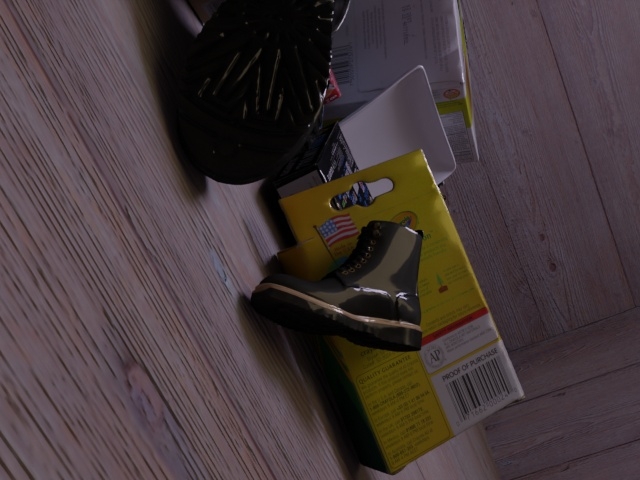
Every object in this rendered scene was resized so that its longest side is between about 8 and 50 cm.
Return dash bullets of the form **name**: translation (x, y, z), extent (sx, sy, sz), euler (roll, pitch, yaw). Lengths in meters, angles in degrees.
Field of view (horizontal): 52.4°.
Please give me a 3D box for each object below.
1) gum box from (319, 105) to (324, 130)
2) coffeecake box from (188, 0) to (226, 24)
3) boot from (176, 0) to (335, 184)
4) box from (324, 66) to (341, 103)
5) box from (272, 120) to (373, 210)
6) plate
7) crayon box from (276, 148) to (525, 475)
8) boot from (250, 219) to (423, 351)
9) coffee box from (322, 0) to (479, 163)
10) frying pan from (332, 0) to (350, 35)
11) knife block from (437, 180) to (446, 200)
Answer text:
- **gum box**: translation (-0.026, -0.265, 1.138), extent (0.157, 0.041, 0.184), euler (3, 91, -79)
- **coffeecake box**: translation (-0.116, -0.392, 0.871), extent (0.068, 0.142, 0.185), euler (53, 18, -50)
- **boot**: translation (-0.059, -0.161, 0.739), extent (0.260, 0.131, 0.348), euler (110, -3, -62)
- **box**: translation (-0.075, -0.326, 0.998), extent (0.128, 0.123, 0.256), euler (20, 48, -77)
- **box**: translation (0.047, -0.007, 0.954), extent (0.295, 0.073, 0.293), euler (-74, 140, -68)
- **plate**: translation (0.108, -0.152, 1.220), extent (0.045, 0.277, 0.278), euler (48, -6, 44)
- **crayon box**: translation (0.085, 0.075, 0.759), extent (0.081, 0.202, 0.318), euler (-23, -92, 67)
- **boot**: translation (0.025, 0.028, 0.658), extent (0.198, 0.077, 0.137), euler (22, 67, -37)
- **coffee box**: translation (0.148, -0.363, 1.410), extent (0.334, 0.338, 0.337), euler (46, 41, -63)
- **frying pan**: translation (0.027, -0.514, 1.153), extent (0.326, 0.053, 0.197), euler (-69, 155, -13)
- **knife block**: translation (0.252, -0.139, 1.935), extent (0.276, 0.242, 0.088), euler (41, 27, -67)
